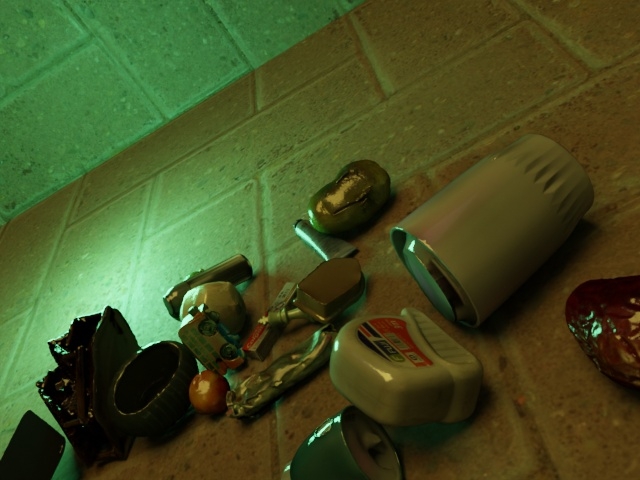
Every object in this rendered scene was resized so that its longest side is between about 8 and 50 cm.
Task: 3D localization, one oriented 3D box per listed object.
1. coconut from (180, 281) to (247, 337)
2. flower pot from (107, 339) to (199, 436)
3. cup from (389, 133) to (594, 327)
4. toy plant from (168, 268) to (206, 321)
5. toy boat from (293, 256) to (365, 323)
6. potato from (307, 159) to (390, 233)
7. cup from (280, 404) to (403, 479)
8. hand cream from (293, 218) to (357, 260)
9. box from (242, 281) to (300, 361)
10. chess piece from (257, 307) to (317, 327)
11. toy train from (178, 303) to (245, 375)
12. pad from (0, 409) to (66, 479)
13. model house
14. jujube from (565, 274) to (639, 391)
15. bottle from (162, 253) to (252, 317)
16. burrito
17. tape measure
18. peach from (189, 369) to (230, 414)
[{"bbox_3d":[-0.266,0.181,1.820,0.162,0.161,0.161,-12,39,30],"label":"coconut"},{"bbox_3d":[-0.395,0.352,1.694,0.189,0.157,0.243,28,55,18],"label":"flower pot"},{"bbox_3d":[0.339,-0.026,1.422,0.371,0.253,0.253,-40,32,-11],"label":"cup"},{"bbox_3d":[-0.361,0.150,2.014,0.092,0.093,0.162,-7,42,39],"label":"toy plant"},{"bbox_3d":[0.034,0.104,1.670,0.116,0.061,0.188,29,50,30],"label":"toy boat"},{"bbox_3d":[0.077,-0.114,1.883,0.248,0.143,0.169,-36,23,-10],"label":"potato"},{"bbox_3d":[0.028,0.403,1.250,0.173,0.167,0.300,-38,11,22],"label":"cup"},{"bbox_3d":[0.000,0.000,1.901,0.088,0.055,0.256,-33,32,-16],"label":"hand cream"},{"bbox_3d":[-0.111,0.197,1.760,0.055,0.040,0.218,3,48,44],"label":"box"},{"bbox_3d":[-0.078,0.178,1.699,0.149,0.059,0.059,-11,36,6],"label":"chess piece"},{"bbox_3d":[-0.264,0.239,1.717,0.099,0.188,0.072,-36,16,12],"label":"toy train"},{"bbox_3d":[-0.748,0.621,1.821,0.375,0.063,0.315,5,66,54],"label":"pad"},{"bbox_3d":[-0.614,0.371,1.797,0.282,0.317,0.297,-14,25,26],"label":"model house"},{"bbox_3d":[0.504,0.139,1.139,0.190,0.190,0.255,-40,14,-6],"label":"jujube"},{"bbox_3d":[-0.302,0.127,1.942,0.253,0.096,0.079,-27,5,-27],"label":"bottle"},{"bbox_3d":[-0.078,0.293,1.578,0.309,0.066,0.096,-36,29,-4],"label":"burrito"},{"bbox_3d":[0.150,0.232,1.309,0.265,0.130,0.258,-2,23,-26],"label":"tape measure"},{"bbox_3d":[-0.257,0.353,1.646,0.100,0.101,0.101,-25,33,18],"label":"peach"}]
